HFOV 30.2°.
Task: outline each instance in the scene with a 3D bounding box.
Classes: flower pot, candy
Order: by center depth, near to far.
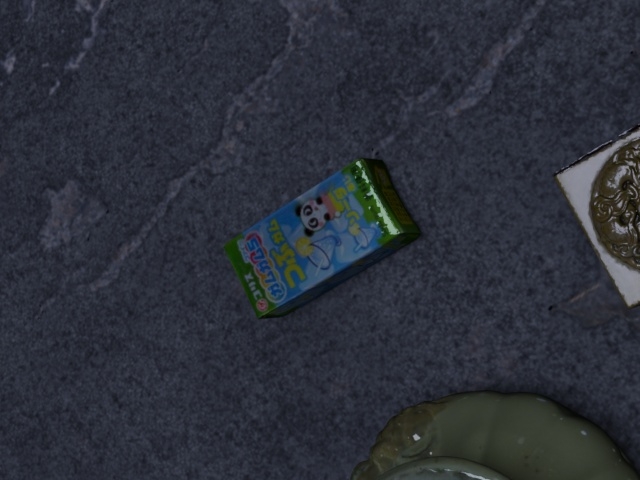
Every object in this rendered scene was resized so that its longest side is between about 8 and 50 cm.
[{"bbox_3d":[0.150,0.290,1.107,0.307,0.244,0.307,-1,87,23],"label":"flower pot"},{"bbox_3d":[0.000,0.000,1.278,0.194,0.062,0.097,-32,77,21],"label":"candy"}]

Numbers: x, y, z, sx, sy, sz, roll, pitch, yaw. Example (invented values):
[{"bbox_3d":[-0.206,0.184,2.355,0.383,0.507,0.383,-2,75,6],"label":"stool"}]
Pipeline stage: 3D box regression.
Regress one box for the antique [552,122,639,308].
[{"bbox_3d":[0.317,-0.034,1.092,0.147,0.148,0.152,-32,79,22],"label":"antique"}]
